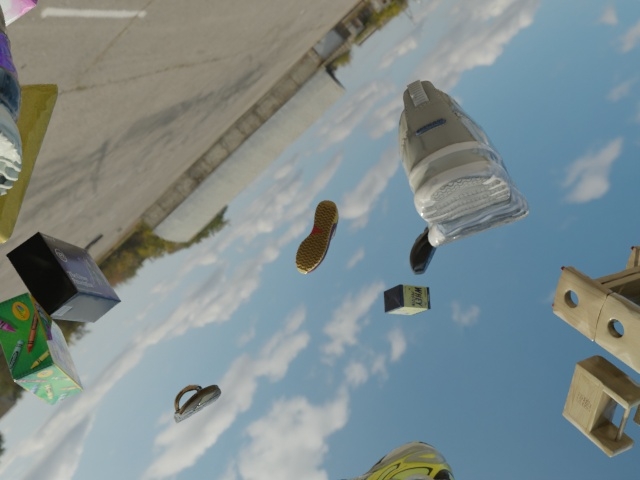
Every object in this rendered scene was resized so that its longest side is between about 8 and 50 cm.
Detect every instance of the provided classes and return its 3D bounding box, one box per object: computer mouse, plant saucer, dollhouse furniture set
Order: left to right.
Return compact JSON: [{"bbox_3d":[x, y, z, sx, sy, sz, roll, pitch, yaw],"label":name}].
[{"bbox_3d":[-0.707,-0.182,1.243,0.332,0.081,0.333,10,-98,34],"label":"plant saucer"},{"bbox_3d":[0.221,-0.049,1.132,0.242,0.041,0.071,-65,164,3],"label":"computer mouse"},{"bbox_3d":[0.356,0.123,0.714,0.129,0.184,0.129,-12,-149,-23],"label":"dollhouse furniture set"}]

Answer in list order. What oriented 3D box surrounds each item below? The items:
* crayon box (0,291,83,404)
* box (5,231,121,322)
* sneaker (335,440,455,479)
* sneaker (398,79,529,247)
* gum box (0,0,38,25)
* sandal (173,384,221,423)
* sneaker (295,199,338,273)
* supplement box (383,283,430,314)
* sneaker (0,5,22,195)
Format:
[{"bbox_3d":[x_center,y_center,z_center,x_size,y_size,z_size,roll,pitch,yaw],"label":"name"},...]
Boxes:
[{"bbox_3d":[-0.602,0.240,1.309,0.081,0.165,0.278,-23,161,-18],"label":"crayon box"},{"bbox_3d":[-0.630,0.099,1.517,0.103,0.184,0.261,-39,170,-4],"label":"box"},{"bbox_3d":[0.086,0.523,1.164,0.384,0.145,0.147,-34,-179,-10],"label":"sneaker"},{"bbox_3d":[0.137,-0.069,0.593,0.105,0.115,0.281,-19,166,11],"label":"sneaker"},{"bbox_3d":[-0.383,-0.257,0.620,0.188,0.107,0.062,-22,-130,21],"label":"gum box"},{"bbox_3d":[-0.287,0.355,1.361,0.090,0.060,0.219,-22,166,-30],"label":"sandal"},{"bbox_3d":[0.000,0.000,1.451,0.186,0.069,0.084,-65,163,-12],"label":"sneaker"},{"bbox_3d":[0.211,0.146,1.489,0.083,0.083,0.056,145,-52,-61],"label":"supplement box"},{"bbox_3d":[-0.269,-0.078,0.383,0.293,0.146,0.102,-19,163,38],"label":"sneaker"}]
